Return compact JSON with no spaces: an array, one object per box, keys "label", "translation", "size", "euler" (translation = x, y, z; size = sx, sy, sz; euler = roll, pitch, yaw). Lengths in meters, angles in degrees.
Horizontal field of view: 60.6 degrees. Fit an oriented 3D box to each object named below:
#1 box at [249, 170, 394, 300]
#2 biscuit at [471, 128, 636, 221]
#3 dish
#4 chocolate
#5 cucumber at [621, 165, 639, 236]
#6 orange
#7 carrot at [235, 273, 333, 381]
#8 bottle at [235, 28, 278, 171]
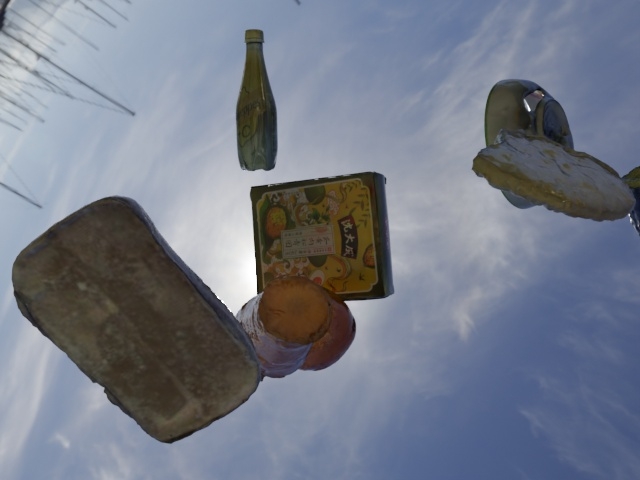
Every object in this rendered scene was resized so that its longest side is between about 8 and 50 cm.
[{"label":"box","translation":[0.000,0.000,1.674],"size":[0.421,0.138,0.372],"euler":[-5,-93,20]},{"label":"biscuit","translation":[0.291,-0.087,0.687],"size":[0.188,0.266,0.040],"euler":[56,-44,41]},{"label":"dish","translation":[0.526,-0.242,1.314],"size":[0.124,0.324,0.323],"euler":[-7,-122,43]},{"label":"chocolate","translation":[-0.205,0.091,0.655],"size":[0.185,0.303,0.100],"euler":[-30,-158,13]},{"label":"cucumber","translation":[0.711,-0.056,1.181],"size":[0.081,0.303,0.072],"euler":[-39,-137,10]},{"label":"orange","translation":[-0.030,0.229,1.456],"size":[0.240,0.240,0.239],"euler":[-30,-137,33]},{"label":"carrot","translation":[-0.089,0.171,1.118],"size":[0.254,0.196,0.195],"euler":[116,-12,-64]},{"label":"bottle","translation":[-0.128,-0.272,1.075],"size":[0.083,0.083,0.269],"euler":[13,-72,53]}]
